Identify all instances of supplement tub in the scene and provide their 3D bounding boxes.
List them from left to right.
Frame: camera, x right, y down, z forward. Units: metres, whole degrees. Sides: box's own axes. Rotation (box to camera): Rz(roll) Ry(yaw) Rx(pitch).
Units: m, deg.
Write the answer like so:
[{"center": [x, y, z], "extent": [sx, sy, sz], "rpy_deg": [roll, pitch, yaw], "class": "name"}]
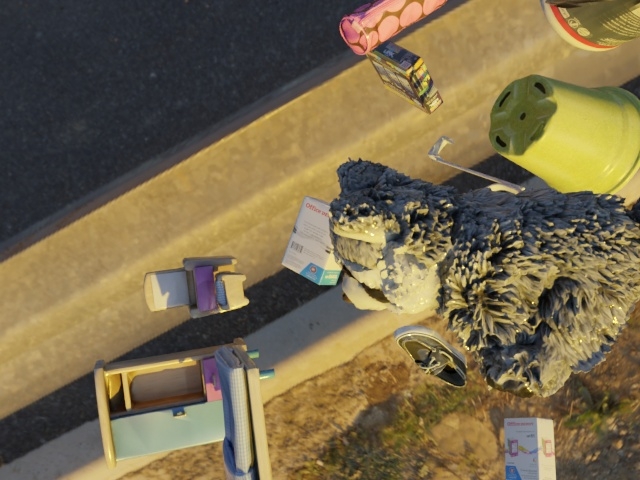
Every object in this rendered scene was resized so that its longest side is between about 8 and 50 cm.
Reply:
[{"center": [0.443, -0.380, 0.841], "extent": [0.191, 0.272, 0.191], "rpy_deg": [0, 89, -16], "class": "supplement tub"}]

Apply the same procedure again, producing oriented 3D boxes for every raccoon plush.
[{"center": [0.216, -0.050, 0.688], "extent": [0.446, 0.216, 0.299], "rpy_deg": [-43, 102, 4], "class": "raccoon plush"}]

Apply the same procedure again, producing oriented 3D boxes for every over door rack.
[{"center": [0.329, -0.042, 1.222], "extent": [0.108, 0.239, 0.324], "rpy_deg": [-39, 30, 5], "class": "over door rack"}]

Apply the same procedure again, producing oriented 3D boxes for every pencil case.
[{"center": [0.140, -0.442, 1.202], "extent": [0.209, 0.098, 0.095], "rpy_deg": [-36, 98, -6], "class": "pencil case"}]

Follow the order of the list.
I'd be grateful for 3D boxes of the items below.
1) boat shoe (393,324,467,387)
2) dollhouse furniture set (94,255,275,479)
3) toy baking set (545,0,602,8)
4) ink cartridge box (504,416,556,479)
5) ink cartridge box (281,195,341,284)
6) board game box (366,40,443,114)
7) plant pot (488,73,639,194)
[{"center": [0.246, 0.253, 1.369], "extent": [0.078, 0.219, 0.070], "rpy_deg": [-38, 34, 33], "class": "boat shoe"}, {"center": [-0.164, 0.178, 0.730], "extent": [0.198, 0.303, 0.286], "rpy_deg": [-7, 95, -15], "class": "dollhouse furniture set"}, {"center": [0.268, -0.303, 0.701], "extent": [0.197, 0.256, 0.030], "rpy_deg": [26, 107, 44], "class": "toy baking set"}, {"center": [0.415, 0.416, 1.256], "extent": [0.088, 0.052, 0.122], "rpy_deg": [-27, 52, 54], "class": "ink cartridge box"}, {"center": [0.000, 0.000, 1.710], "extent": [0.148, 0.086, 0.203], "rpy_deg": [27, 102, 36], "class": "ink cartridge box"}, {"center": [0.183, -0.369, 1.402], "extent": [0.048, 0.141, 0.170], "rpy_deg": [-44, 47, 1], "class": "board game box"}, {"center": [0.521, -0.240, 1.391], "extent": [0.276, 0.254, 0.276], "rpy_deg": [-27, 58, 53], "class": "plant pot"}]
